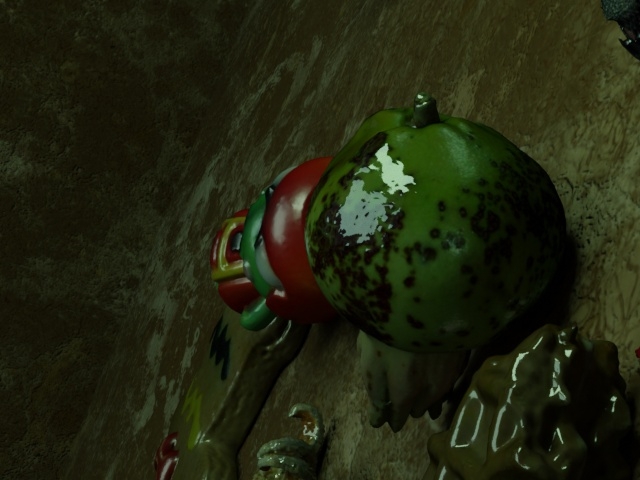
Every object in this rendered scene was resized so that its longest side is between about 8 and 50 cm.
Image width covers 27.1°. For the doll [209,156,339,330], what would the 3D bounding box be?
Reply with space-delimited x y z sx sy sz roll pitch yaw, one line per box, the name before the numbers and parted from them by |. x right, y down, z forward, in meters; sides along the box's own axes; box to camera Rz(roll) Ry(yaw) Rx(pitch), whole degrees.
doll | -0.001 0.000 1.483 0.363 0.160 0.183 -29 41 63

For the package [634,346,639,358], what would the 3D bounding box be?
package | 0.240 0.081 0.797 0.083 0.022 0.200 -62 14 18

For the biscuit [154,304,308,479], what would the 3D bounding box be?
biscuit | -0.133 0.197 1.818 0.394 0.076 0.368 -64 14 11

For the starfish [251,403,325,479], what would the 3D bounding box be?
starfish | -0.070 0.310 1.378 0.303 0.113 0.312 151 136 -66

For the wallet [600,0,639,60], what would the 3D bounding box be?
wallet | 0.289 -0.287 1.028 0.262 0.071 0.221 -87 19 -50

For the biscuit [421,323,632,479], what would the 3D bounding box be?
biscuit | 0.122 0.239 0.803 0.268 0.115 0.366 -58 16 31

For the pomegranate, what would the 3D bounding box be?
pomegranate | 0.072 0.022 1.101 0.276 0.204 0.222 -56 -1 28
